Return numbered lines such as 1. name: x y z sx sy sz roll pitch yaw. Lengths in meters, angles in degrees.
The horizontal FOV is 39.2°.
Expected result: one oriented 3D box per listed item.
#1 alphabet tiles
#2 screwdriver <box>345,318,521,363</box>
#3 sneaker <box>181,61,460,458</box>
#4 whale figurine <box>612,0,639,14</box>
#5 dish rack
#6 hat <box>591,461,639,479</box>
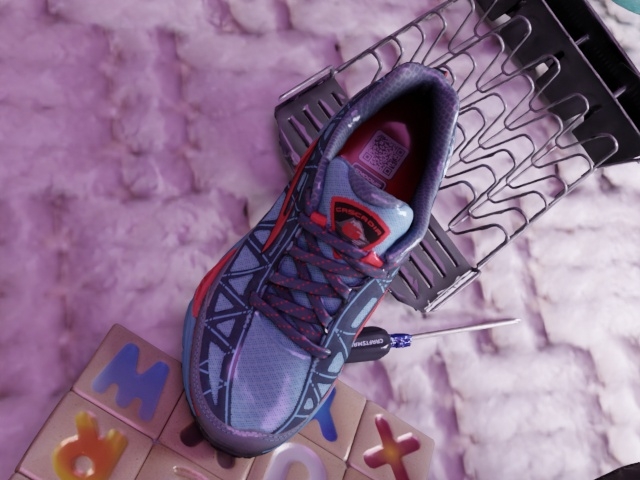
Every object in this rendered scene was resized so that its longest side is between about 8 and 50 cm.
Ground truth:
1. alphabet tiles: -0.038 0.194 0.476 0.285 0.011 0.342 34 40 -8
2. screwdriver: 0.076 0.069 0.633 0.170 0.024 0.025 -1 46 -24
3. sneaker: 0.000 0.000 0.522 0.104 0.125 0.261 28 73 -3
4. whale figurine: 0.276 -0.310 0.759 0.216 0.141 0.272 2 66 -40
5. dish rack: 0.109 -0.087 0.663 0.271 0.074 0.208 -36 89 -26
6. hat: 0.206 0.220 0.555 0.331 0.134 0.331 -13 124 -21
